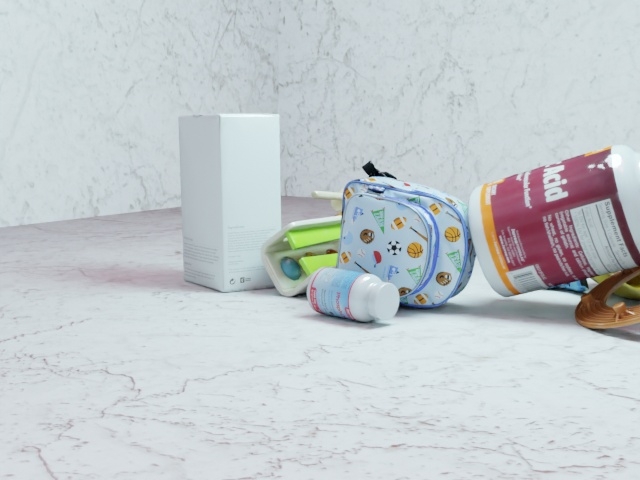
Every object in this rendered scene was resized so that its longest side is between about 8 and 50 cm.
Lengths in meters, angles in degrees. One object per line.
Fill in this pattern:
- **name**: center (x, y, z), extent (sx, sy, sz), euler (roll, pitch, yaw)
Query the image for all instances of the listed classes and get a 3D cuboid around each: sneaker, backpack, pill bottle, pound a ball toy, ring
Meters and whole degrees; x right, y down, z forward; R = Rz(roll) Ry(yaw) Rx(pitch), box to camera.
- **sneaker**: center (0.506, 0.086, 2.079), extent (0.073, 0.063, 0.162), euler (-21, 10, -18)
- **backpack**: center (0.163, 0.007, 1.869), extent (0.263, 0.277, 0.213), euler (9, 14, 15)
- **pill bottle**: center (0.490, -0.046, 1.796), extent (0.392, 0.224, 0.224), euler (-16, -1, 25)
- **pound a ball toy**: center (0.000, 0.000, 2.099), extent (0.135, 0.208, 0.319), euler (-39, -16, 32)
- **ring**: center (0.601, 0.060, 1.727), extent (0.336, 0.032, 0.336), euler (-27, 6, 3)
- **pill bottle**: center (0.059, 0.098, 1.748), extent (0.160, 0.087, 0.087), euler (8, 10, 44)

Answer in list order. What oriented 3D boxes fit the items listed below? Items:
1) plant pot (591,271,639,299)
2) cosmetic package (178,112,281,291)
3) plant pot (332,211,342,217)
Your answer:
- **plant pot**: center (0.643, 0.003, 2.029), extent (0.253, 0.254, 0.239), euler (0, -8, -4)
- **cosmetic package**: center (-0.194, -0.087, 2.089), extent (0.155, 0.366, 0.197), euler (-4, 9, -33)
- **plant pot**: center (0.116, -0.014, 2.312), extent (0.187, 0.205, 0.205), euler (-20, 15, -22)
